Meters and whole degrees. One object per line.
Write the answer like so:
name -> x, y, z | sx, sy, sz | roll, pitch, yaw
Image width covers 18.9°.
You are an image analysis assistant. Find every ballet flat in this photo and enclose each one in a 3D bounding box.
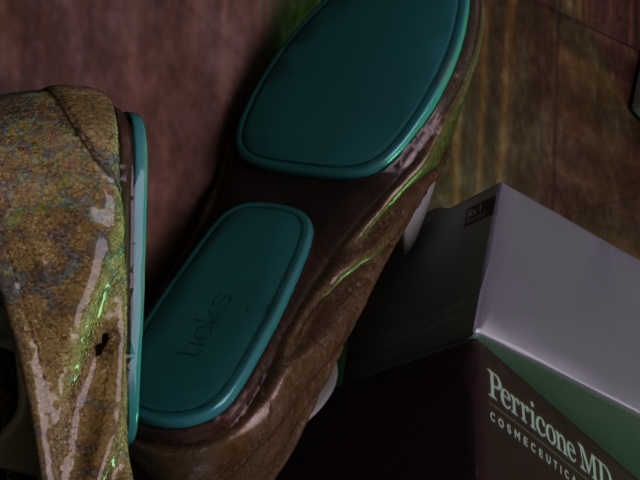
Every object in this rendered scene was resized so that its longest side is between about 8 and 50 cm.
ballet flat -> -0.126, 0.106, 0.840 | 0.123, 0.123, 0.348 | 0, 85, -51
ballet flat -> 0.000, 0.000, 1.013 | 0.124, 0.116, 0.342 | 70, 37, -49

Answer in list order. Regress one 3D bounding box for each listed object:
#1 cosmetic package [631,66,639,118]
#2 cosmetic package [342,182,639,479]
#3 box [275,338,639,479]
cosmetic package -> 0.446, -0.055, 1.416 | 0.377, 0.284, 0.097 | 40, 57, -42
cosmetic package -> 0.145, 0.072, 1.099 | 0.238, 0.127, 0.107 | 24, 59, -25
box -> 0.077, 0.265, 0.959 | 0.191, 0.143, 0.381 | 40, 38, -41
